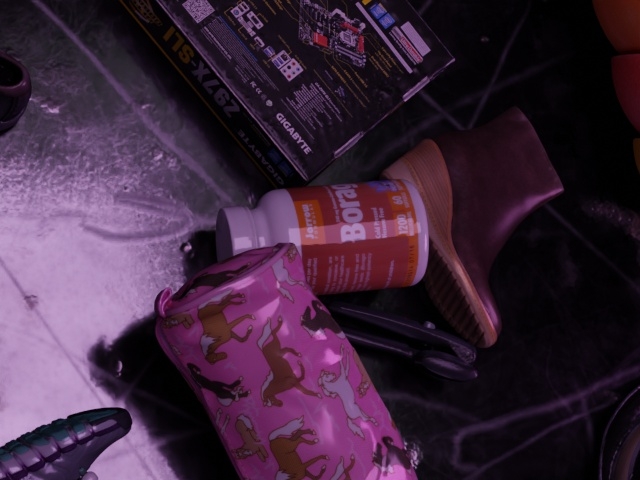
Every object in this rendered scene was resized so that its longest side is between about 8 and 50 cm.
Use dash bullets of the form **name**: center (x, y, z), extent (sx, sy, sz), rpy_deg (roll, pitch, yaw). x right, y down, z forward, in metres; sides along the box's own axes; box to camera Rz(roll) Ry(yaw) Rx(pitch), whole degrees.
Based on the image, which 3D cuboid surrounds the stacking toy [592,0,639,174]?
- **stacking toy**: center (0.489, -0.140, 1.975), extent (0.351, 0.350, 0.479), rpy_deg (-3, 93, -22)

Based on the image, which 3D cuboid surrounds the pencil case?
- **pencil case**: center (-0.025, 0.190, 1.688), extent (0.167, 0.160, 0.386), rpy_deg (-38, 106, -50)

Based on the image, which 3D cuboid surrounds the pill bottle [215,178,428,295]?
- **pill bottle**: center (0.000, 0.000, 1.800), extent (0.216, 0.121, 0.121), rpy_deg (-6, 78, -15)

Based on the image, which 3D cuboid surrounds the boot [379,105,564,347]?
- **boot**: center (0.204, -0.020, 1.909), extent (0.207, 0.090, 0.248), rpy_deg (-24, 82, -23)

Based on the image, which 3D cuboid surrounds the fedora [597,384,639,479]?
- **fedora**: center (0.493, 0.283, 1.910), extent (0.334, 0.152, 0.334), rpy_deg (5, 75, -20)

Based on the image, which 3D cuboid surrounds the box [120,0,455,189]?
- **box**: center (-0.042, -0.248, 1.881), extent (0.257, 0.079, 0.322), rpy_deg (-42, 93, -28)

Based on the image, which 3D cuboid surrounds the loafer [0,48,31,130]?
- **loafer**: center (-0.435, -0.217, 1.704), extent (0.303, 0.095, 0.109), rpy_deg (26, 68, -14)

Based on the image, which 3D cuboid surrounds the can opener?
- **can opener**: center (0.091, 0.109, 1.850), extent (0.186, 0.073, 0.059), rpy_deg (23, 77, -5)

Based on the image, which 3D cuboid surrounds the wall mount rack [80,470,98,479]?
- **wall mount rack**: center (-0.175, 0.408, 1.633), extent (0.350, 0.130, 0.304), rpy_deg (23, 36, -16)

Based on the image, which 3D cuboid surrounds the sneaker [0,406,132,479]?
- **sneaker**: center (-0.285, 0.246, 1.662), extent (0.224, 0.083, 0.098), rpy_deg (-23, 100, -16)
